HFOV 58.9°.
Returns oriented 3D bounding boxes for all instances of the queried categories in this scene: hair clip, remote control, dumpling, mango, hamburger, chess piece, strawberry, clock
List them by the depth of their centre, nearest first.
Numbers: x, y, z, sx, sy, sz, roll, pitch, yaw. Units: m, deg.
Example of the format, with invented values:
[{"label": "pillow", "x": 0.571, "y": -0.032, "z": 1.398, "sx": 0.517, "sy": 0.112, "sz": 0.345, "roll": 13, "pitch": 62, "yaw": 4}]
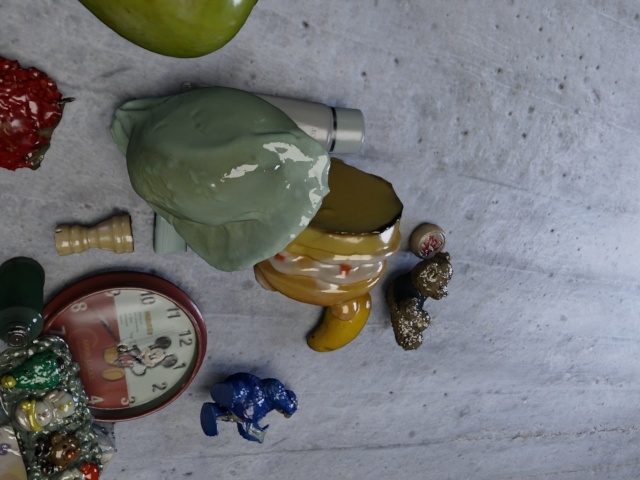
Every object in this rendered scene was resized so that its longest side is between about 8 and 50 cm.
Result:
[{"label": "strawberry", "x": -0.471, "y": -0.182, "z": 0.791, "sx": 0.208, "sy": 0.087, "sz": 0.167, "roll": 20, "pitch": 109, "yaw": -31}, {"label": "dumpling", "x": -0.178, "y": -0.109, "z": 0.843, "sx": 0.211, "sy": 0.320, "sz": 0.270, "roll": 25, "pitch": 100, "yaw": -44}, {"label": "chess piece", "x": -0.379, "y": -0.007, "z": 0.955, "sx": 0.122, "sy": 0.066, "sz": 0.066, "roll": -5, "pitch": 120, "yaw": -16}, {"label": "hair clip", "x": -0.452, "y": 0.326, "z": 0.966, "sx": 0.138, "sy": 0.091, "sz": 0.322, "roll": -19, "pitch": 115, "yaw": -29}, {"label": "remote control", "x": -0.259, "y": -0.052, "z": 1.002, "sx": 0.065, "sy": 0.029, "sz": 0.166, "roll": -2, "pitch": 118, "yaw": -23}, {"label": "hamburger", "x": 0.000, "y": 0.000, "z": 1.020, "sx": 0.276, "sy": 0.276, "sz": 0.237, "roll": -7, "pitch": 129, "yaw": -22}, {"label": "clock", "x": -0.374, "y": 0.200, "z": 1.065, "sx": 0.318, "sy": 0.080, "sz": 0.319, "roll": -8, "pitch": 114, "yaw": -18}, {"label": "mango", "x": 0.049, "y": 0.180, "z": 1.255, "sx": 0.098, "sy": 0.075, "sz": 0.190, "roll": 29, "pitch": 107, "yaw": -19}, {"label": "chess piece", "x": 0.240, "y": 0.002, "z": 1.265, "sx": 0.083, "sy": 0.038, "sz": 0.084, "roll": -11, "pitch": 122, "yaw": -17}]

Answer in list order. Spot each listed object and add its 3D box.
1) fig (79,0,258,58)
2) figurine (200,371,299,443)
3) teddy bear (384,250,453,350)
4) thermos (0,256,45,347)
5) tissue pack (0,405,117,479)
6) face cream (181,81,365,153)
[{"label": "fig", "x": -0.220, "y": -0.384, "z": 0.694, "sx": 0.326, "sy": 0.258, "sz": 0.258, "roll": 28, "pitch": 104, "yaw": -17}, {"label": "figurine", "x": -0.148, "y": 0.353, "z": 1.248, "sx": 0.164, "sy": 0.121, "sz": 0.262, "roll": -41, "pitch": 144, "yaw": 10}, {"label": "teddy bear", "x": 0.210, "y": 0.128, "z": 1.272, "sx": 0.129, "sy": 0.182, "sz": 0.251, "roll": 25, "pitch": 125, "yaw": 9}, {"label": "thermos", "x": -0.476, "y": 0.105, "z": 0.892, "sx": 0.073, "sy": 0.188, "sz": 0.083, "roll": 21, "pitch": 106, "yaw": -32}, {"label": "tissue pack", "x": -0.583, "y": 0.466, "z": 1.094, "sx": 0.242, "sy": 0.125, "sz": 0.344, "roll": 29, "pitch": 101, "yaw": -33}, {"label": "face cream", "x": -0.080, "y": -0.195, "z": 0.981, "sx": 0.314, "sy": 0.089, "sz": 0.143, "roll": 0, "pitch": 119, "yaw": -13}]
